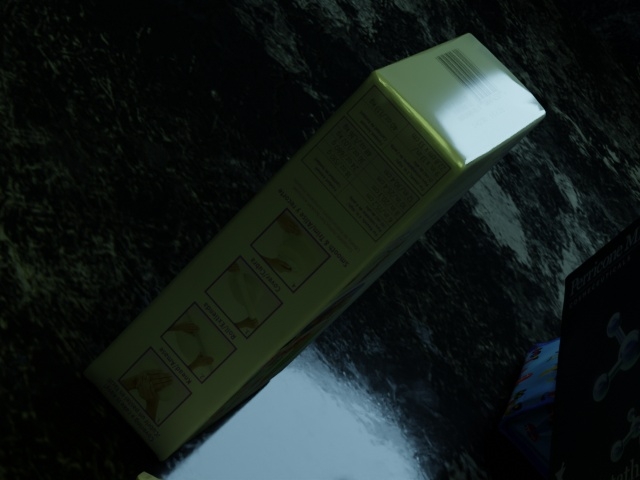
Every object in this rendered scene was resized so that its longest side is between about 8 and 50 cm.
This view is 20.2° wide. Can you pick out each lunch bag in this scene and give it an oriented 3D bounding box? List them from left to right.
[{"bbox_3d":[0.329,0.229,1.813,0.293,0.138,0.221,54,20,-4],"label":"lunch bag"}]

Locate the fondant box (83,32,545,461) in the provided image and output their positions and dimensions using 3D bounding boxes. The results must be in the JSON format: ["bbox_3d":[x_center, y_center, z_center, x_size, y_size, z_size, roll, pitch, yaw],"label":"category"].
[{"bbox_3d":[0.000,0.000,1.354,0.096,0.330,0.238,46,23,5],"label":"fondant box"}]

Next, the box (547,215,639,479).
[{"bbox_3d":[0.353,0.161,1.505,0.212,0.293,0.395,22,54,-16],"label":"box"}]

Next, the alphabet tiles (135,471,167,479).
[{"bbox_3d":[-0.012,0.237,1.180,0.278,0.021,0.284,30,2,3],"label":"alphabet tiles"}]
